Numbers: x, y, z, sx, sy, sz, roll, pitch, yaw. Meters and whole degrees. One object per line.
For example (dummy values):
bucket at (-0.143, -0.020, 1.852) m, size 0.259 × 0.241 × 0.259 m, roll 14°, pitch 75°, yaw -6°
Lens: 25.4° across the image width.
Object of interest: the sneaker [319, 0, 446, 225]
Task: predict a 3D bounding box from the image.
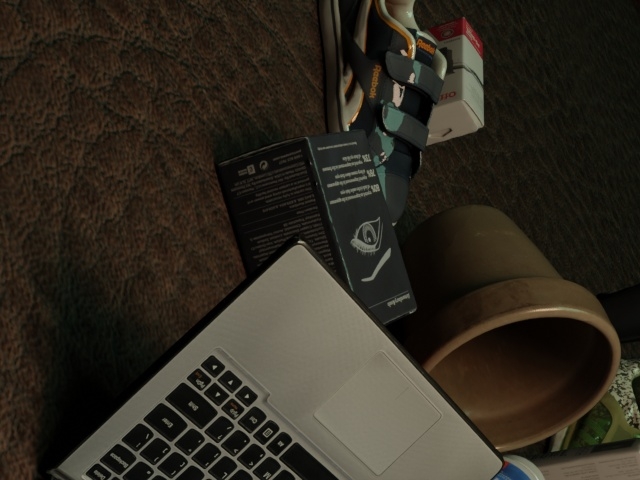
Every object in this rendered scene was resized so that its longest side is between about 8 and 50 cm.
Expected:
sneaker at (0.081, -0.176, 1.698) m, size 0.126 × 0.127 × 0.321 m, roll 20°, pitch 59°, yaw -61°

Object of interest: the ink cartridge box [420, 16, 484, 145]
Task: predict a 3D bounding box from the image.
ink cartridge box at (0.154, -0.208, 1.876) m, size 0.063 × 0.109 × 0.150 m, roll 48°, pitch 35°, yaw -44°

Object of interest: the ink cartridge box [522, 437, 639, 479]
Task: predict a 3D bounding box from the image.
ink cartridge box at (0.376, 0.388, 1.886) m, size 0.066 × 0.189 × 0.232 m, roll -36°, pitch 107°, yaw -58°

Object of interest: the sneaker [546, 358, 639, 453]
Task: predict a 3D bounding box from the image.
sneaker at (0.428, 0.311, 2.040) m, size 0.158 × 0.182 × 0.410 m, roll 51°, pitch 34°, yaw -39°

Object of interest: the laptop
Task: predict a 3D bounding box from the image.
laptop at (-0.021, 0.288, 1.099) m, size 0.382 × 0.408 × 0.236 m, roll 48°, pitch -2°, yaw -43°

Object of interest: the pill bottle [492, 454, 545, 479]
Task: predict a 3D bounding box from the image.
pill bottle at (0.187, 0.316, 1.620) m, size 0.221 × 0.124 × 0.124 m, roll -18°, pitch 91°, yaw -66°

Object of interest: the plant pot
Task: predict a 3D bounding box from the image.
plant pot at (0.190, 0.085, 1.665) m, size 0.263 × 0.263 × 0.229 m, roll 44°, pitch 21°, yaw -46°

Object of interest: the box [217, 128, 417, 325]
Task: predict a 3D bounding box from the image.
box at (0.000, 0.000, 1.447) m, size 0.153 × 0.108 × 0.207 m, roll -15°, pitch 89°, yaw -65°

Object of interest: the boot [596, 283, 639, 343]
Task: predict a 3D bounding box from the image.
boot at (0.377, 0.094, 2.037) m, size 0.246 × 0.207 × 0.094 m, roll 38°, pitch 43°, yaw -50°
